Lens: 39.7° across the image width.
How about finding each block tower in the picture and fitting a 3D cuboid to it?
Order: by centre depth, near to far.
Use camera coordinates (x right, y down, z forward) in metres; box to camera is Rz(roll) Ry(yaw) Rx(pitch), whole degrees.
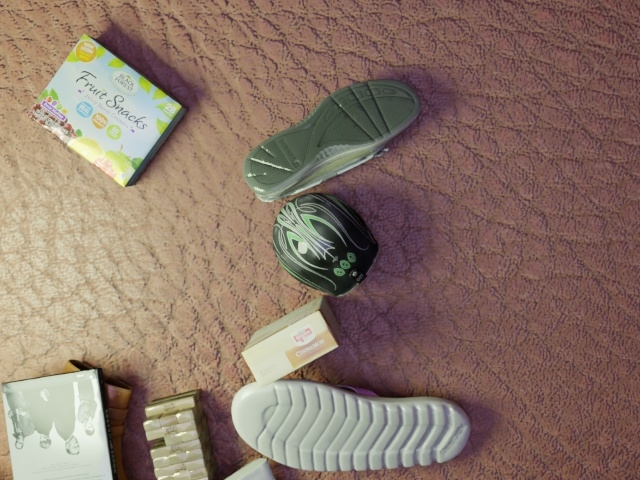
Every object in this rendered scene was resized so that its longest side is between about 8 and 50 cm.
[{"bbox_3d":[-0.224,0.441,1.553,0.097,0.091,0.335,-14,93,4],"label":"block tower"}]

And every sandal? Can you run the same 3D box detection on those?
[{"bbox_3d":[0.049,0.313,1.534,0.416,0.102,0.169,11,110,-11],"label":"sandal"}]

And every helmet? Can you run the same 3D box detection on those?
[{"bbox_3d":[0.000,0.000,1.484,0.161,0.169,0.169,39,95,-18],"label":"helmet"}]

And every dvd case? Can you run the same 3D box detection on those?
[{"bbox_3d":[-0.438,0.345,1.496,0.179,0.029,0.238,-10,87,9],"label":"dvd case"}]

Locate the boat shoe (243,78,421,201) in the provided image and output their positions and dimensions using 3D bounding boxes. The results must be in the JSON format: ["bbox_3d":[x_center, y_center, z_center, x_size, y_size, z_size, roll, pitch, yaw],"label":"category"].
[{"bbox_3d":[0.022,-0.165,1.503,0.320,0.103,0.118,-32,73,-1],"label":"boat shoe"}]

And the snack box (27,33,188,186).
[{"bbox_3d":[-0.362,-0.221,1.519,0.207,0.070,0.174,37,95,-2],"label":"snack box"}]

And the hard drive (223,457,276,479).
[{"bbox_3d":[-0.118,0.558,1.513,0.203,0.040,0.307,-28,101,-33],"label":"hard drive"}]

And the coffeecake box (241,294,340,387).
[{"bbox_3d":[-0.044,0.164,1.476,0.142,0.185,0.068,-29,92,4],"label":"coffeecake box"}]

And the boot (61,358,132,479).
[{"bbox_3d":[-0.374,0.356,1.557,0.283,0.109,0.220,28,91,7],"label":"boot"}]
